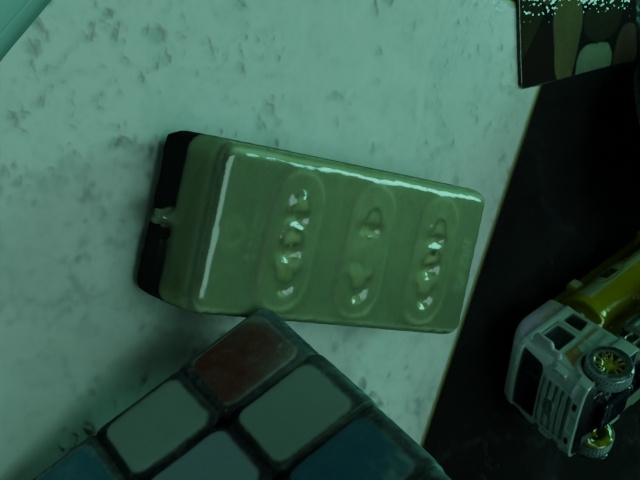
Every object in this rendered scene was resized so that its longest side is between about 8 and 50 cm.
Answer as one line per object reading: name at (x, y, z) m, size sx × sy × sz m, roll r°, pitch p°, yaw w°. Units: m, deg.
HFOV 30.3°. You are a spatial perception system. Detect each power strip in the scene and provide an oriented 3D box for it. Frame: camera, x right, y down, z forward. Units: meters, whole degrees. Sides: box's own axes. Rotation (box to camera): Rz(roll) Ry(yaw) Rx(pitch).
power strip at (0.000, 0.000, 0.763) m, size 0.256 × 0.070 × 0.105 m, roll 8°, pitch 94°, yaw -42°

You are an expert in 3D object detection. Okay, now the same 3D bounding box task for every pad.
pad at (0.205, -0.247, 0.935) m, size 0.158 × 0.003 × 0.235 m, roll -18°, pitch 112°, yaw -38°

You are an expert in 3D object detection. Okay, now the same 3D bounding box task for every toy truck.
toy truck at (0.246, 0.075, 0.978) m, size 0.226 × 0.114 × 0.098 m, roll -31°, pitch 141°, yaw -33°

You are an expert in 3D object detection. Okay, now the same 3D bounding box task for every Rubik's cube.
Rubik's cube at (-0.023, 0.240, 0.642) m, size 0.256 × 0.259 × 0.253 m, roll -38°, pitch 125°, yaw -14°

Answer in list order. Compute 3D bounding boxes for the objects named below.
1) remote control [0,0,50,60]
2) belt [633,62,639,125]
remote control at (-0.126, -0.210, 0.609) m, size 0.103 × 0.051 × 0.293 m, roll 48°, pitch 67°, yaw -38°
belt at (0.366, -0.078, 1.011) m, size 0.267 × 0.116 × 0.207 m, roll 7°, pitch 63°, yaw -50°
